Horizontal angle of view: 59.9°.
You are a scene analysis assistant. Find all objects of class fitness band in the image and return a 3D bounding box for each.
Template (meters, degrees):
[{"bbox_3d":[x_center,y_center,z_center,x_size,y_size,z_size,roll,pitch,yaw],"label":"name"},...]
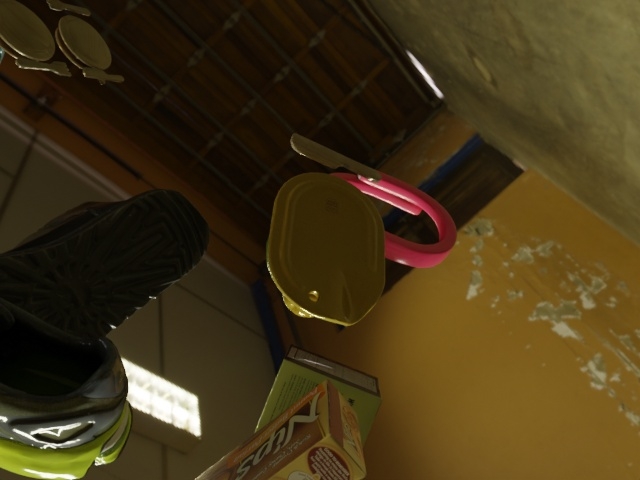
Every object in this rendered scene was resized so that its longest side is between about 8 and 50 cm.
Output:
[{"bbox_3d":[0.129,-0.052,1.092,0.291,0.054,0.209,22,-142,-2],"label":"fitness band"}]

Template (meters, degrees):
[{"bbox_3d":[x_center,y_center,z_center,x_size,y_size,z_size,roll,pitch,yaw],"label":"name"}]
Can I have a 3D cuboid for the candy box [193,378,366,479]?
[{"bbox_3d":[-0.085,0.366,0.841,0.087,0.316,0.183,52,-175,-8],"label":"candy box"}]

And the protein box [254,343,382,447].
[{"bbox_3d":[-0.008,0.346,1.110,0.201,0.199,0.136,21,-177,2],"label":"protein box"}]

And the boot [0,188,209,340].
[{"bbox_3d":[-0.394,0.051,0.753,0.445,0.367,0.146,5,119,53],"label":"boot"}]

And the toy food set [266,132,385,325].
[{"bbox_3d":[0.000,0.000,0.606,0.128,0.071,0.217,17,-127,-15],"label":"toy food set"}]

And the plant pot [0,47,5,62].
[{"bbox_3d":[-0.705,-0.319,0.910,0.252,0.247,0.248,23,163,-22],"label":"plant pot"}]

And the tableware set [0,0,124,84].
[{"bbox_3d":[-0.366,-0.268,0.753,0.128,0.039,0.194,63,-157,1],"label":"tableware set"}]

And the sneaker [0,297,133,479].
[{"bbox_3d":[-0.282,0.085,0.402,0.300,0.121,0.111,13,-143,-18],"label":"sneaker"}]
